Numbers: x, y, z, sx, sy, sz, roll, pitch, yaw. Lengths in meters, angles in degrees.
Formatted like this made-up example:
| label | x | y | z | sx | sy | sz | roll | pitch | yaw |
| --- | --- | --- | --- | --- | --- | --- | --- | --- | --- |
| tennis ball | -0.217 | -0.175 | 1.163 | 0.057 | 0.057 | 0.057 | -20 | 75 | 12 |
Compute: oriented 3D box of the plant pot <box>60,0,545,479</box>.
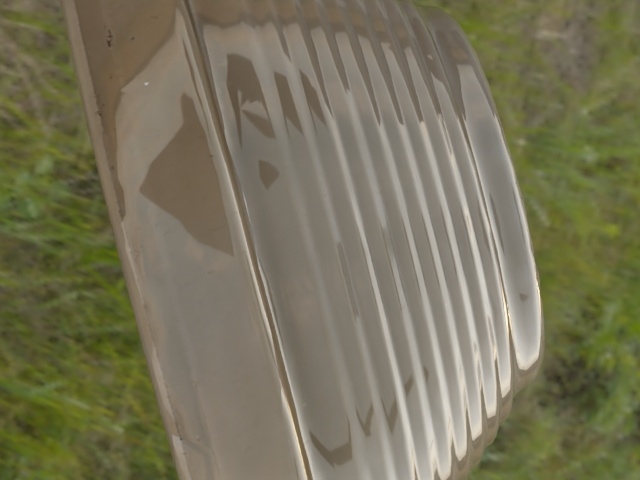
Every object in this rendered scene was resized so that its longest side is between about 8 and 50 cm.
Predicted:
| label | x | y | z | sx | sy | sz | roll | pitch | yaw |
| --- | --- | --- | --- | --- | --- | --- | --- | --- | --- |
| plant pot | 0.000 | 0.000 | 0.489 | 0.109 | 0.237 | 0.237 | -14 | 123 | -2 |
